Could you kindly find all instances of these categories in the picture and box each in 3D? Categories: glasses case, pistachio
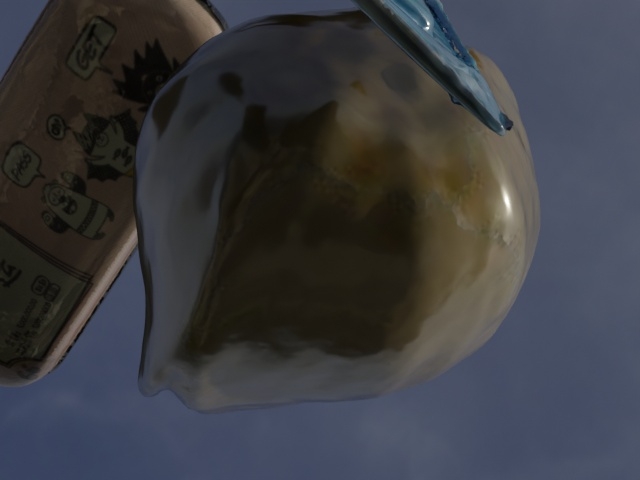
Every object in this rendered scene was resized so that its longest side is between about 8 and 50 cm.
[{"bbox_3d":[-0.157,-0.034,1.039,0.122,0.075,0.314,37,-59,1],"label":"glasses case"},{"bbox_3d":[0.000,0.000,0.732,0.166,0.288,0.197,36,-103,7],"label":"pistachio"}]

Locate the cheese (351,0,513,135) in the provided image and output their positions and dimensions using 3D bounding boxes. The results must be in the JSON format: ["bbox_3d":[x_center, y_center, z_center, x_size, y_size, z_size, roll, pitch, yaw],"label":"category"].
[{"bbox_3d":[-0.038,-0.120,0.483,0.052,0.135,0.245,-42,-53,17],"label":"cheese"}]
